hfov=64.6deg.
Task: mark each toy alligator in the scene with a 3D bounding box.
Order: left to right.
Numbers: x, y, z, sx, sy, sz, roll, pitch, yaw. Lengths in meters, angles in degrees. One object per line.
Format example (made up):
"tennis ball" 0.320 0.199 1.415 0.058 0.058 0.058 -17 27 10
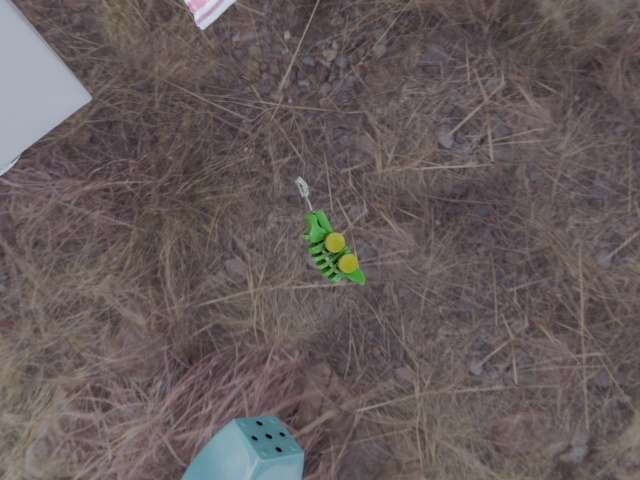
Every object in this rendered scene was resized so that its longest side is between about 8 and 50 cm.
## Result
"toy alligator" 0.000 0.000 0.732 0.051 0.056 0.190 -37 108 -11

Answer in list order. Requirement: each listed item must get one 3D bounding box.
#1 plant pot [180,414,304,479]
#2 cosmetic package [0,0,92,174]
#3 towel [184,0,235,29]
"plant pot" -0.140 0.448 0.921 0.165 0.165 0.234 15 106 -45
"cosmetic package" -0.304 -0.145 0.252 0.197 0.365 0.155 -41 84 -10
"towel" -0.148 -0.384 0.629 0.144 0.029 0.197 -34 83 21
